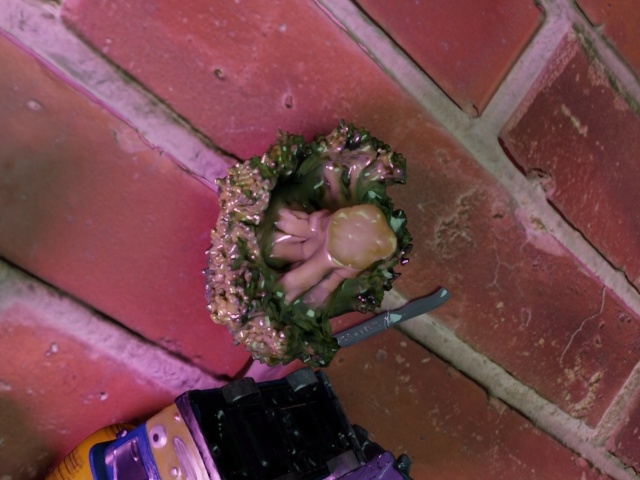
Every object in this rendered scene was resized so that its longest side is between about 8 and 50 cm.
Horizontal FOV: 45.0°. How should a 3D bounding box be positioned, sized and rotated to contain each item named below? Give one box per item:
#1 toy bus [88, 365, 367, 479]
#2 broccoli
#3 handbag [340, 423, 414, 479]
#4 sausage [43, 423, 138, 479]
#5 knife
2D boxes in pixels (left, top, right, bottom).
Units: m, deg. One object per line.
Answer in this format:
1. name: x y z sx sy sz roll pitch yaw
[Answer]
1. toy bus: -0.090 0.241 0.858 0.175 0.138 0.288 -34 161 22
2. broccoli: -0.016 0.001 0.886 0.236 0.260 0.287 0 82 12
3. handbag: 0.023 0.317 0.982 0.062 0.229 0.179 38 85 -27
4. sausage: -0.298 0.345 0.880 0.347 0.123 0.123 -48 119 -8
5. knife: 0.096 0.111 1.090 0.210 0.015 0.028 -21 118 -21
